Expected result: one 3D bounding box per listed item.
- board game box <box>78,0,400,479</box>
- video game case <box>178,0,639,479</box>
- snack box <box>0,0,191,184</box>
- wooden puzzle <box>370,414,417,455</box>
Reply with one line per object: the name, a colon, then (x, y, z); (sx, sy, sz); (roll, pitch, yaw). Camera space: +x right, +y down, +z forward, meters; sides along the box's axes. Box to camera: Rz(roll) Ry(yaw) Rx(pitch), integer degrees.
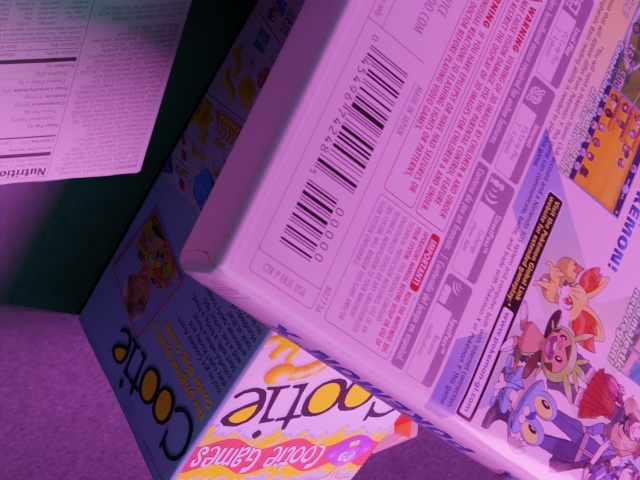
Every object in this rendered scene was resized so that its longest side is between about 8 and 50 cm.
board game box: (0.000, 0.000, 0.894); (0.142, 0.144, 0.275); (4, 131, -40)
video game case: (0.115, -0.059, 0.772); (0.300, 0.036, 0.329); (35, 71, -32)
snack box: (-0.210, -0.103, 0.683); (0.321, 0.060, 0.187); (-6, 137, -32)
wooden puzzle: (0.045, 0.144, 1.214); (0.116, 0.014, 0.079); (-24, 144, -12)
